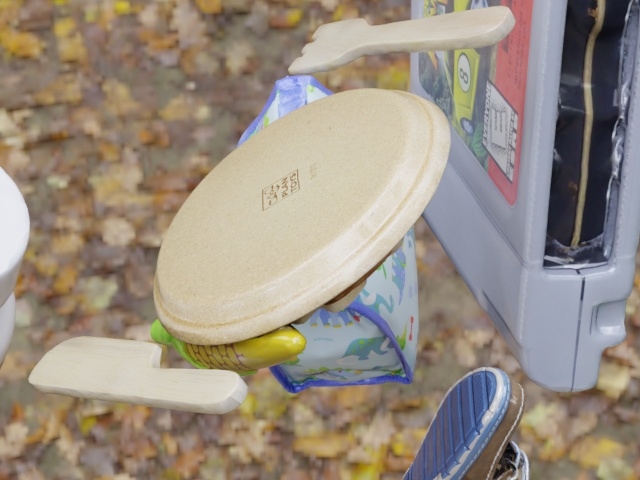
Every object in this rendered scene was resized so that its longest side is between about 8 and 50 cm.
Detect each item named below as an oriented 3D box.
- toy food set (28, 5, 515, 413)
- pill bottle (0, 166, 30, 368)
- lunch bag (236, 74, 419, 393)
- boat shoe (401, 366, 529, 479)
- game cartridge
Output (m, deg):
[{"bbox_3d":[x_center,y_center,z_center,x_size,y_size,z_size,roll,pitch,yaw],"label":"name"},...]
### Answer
[{"bbox_3d":[-0.006,-0.005,0.570,0.132,0.038,0.192,2,48,50],"label":"toy food set"},{"bbox_3d":[-0.286,0.075,1.013,0.161,0.283,0.161,16,42,-15],"label":"pill bottle"},{"bbox_3d":[0.000,0.000,0.879,0.096,0.151,0.129,-6,65,8],"label":"lunch bag"},{"bbox_3d":[0.099,0.150,1.041,0.066,0.183,0.066,16,45,-11],"label":"boat shoe"},{"bbox_3d":[0.087,-0.109,0.684,0.060,0.294,0.196,-2,25,-8],"label":"game cartridge"}]
